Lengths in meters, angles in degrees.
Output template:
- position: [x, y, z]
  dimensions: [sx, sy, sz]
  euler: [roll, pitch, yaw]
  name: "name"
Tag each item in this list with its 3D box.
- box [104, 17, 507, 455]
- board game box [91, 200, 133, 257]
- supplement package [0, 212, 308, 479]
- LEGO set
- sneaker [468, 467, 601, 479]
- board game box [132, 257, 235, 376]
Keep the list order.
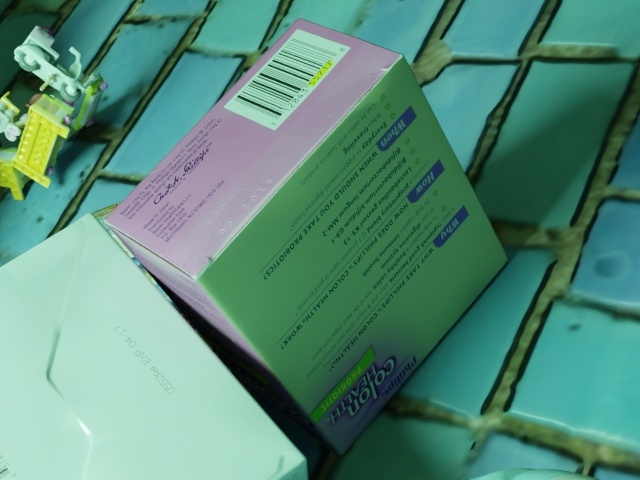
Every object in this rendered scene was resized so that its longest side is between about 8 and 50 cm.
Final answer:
- position: [0.000, 0.000, 0.928]
  dimensions: [0.213, 0.243, 0.117]
  euler: [-48, 45, -14]
  name: "box"
- position: [-0.184, -0.010, 1.149]
  dimensions: [0.154, 0.026, 0.103]
  euler: [-17, 21, 37]
  name: "board game box"
- position: [-0.165, 0.152, 0.871]
  dimensions: [0.204, 0.145, 0.262]
  euler: [-33, 59, -20]
  name: "supplement package"
- position: [-0.324, -0.126, 1.333]
  dimensions: [0.287, 0.132, 0.107]
  euler: [-27, 21, 41]
  name: "LEGO set"
- position: [0.018, 0.241, 0.712]
  dimensions: [0.366, 0.135, 0.150]
  euler: [-20, 2, -14]
  name: "sneaker"
- position: [-0.165, 0.088, 1.082]
  dimensions: [0.194, 0.060, 0.194]
  euler: [-18, 46, 18]
  name: "board game box"
